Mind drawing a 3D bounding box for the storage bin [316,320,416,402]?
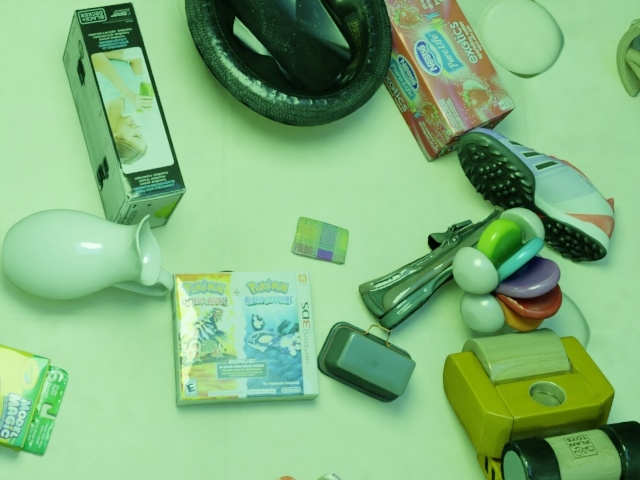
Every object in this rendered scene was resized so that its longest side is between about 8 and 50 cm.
[{"bbox_3d":[0.076,0.171,1.809,0.135,0.091,0.098,27,82,-8],"label":"storage bin"}]

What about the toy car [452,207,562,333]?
[{"bbox_3d":[0.287,0.055,1.822,0.159,0.136,0.182,-36,131,-27],"label":"toy car"}]

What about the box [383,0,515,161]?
[{"bbox_3d":[0.175,-0.272,1.955,0.122,0.128,0.257,-25,83,-21],"label":"box"}]

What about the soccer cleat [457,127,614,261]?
[{"bbox_3d":[0.336,-0.091,1.932,0.318,0.108,0.116,36,61,-24],"label":"soccer cleat"}]

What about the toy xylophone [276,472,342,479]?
[{"bbox_3d":[-0.023,0.486,1.705,0.236,0.081,0.323,34,69,-4],"label":"toy xylophone"}]

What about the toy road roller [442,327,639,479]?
[{"bbox_3d":[0.312,0.308,1.814,0.202,0.241,0.330,-6,39,-17],"label":"toy road roller"}]

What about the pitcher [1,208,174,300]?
[{"bbox_3d":[-0.316,0.032,1.732,0.207,0.178,0.126,-1,58,13],"label":"pitcher"}]

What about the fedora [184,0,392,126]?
[{"bbox_3d":[-0.059,-0.310,1.888,0.333,0.152,0.334,4,73,-14],"label":"fedora"}]

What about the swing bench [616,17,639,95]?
[{"bbox_3d":[0.650,-0.312,2.082,0.255,0.165,0.253,45,69,7],"label":"swing bench"}]

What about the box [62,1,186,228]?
[{"bbox_3d":[-0.282,-0.168,1.781,0.087,0.169,0.290,-12,76,-21],"label":"box"}]

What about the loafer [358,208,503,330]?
[{"bbox_3d":[0.174,0.025,1.889,0.267,0.096,0.084,-39,81,-20],"label":"loafer"}]

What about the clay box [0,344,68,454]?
[{"bbox_3d":[-0.460,0.199,1.685,0.222,0.053,0.128,17,71,-9],"label":"clay box"}]

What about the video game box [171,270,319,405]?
[{"bbox_3d":[-0.109,0.138,1.802,0.205,0.048,0.187,-1,72,-16],"label":"video game box"}]

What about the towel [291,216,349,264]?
[{"bbox_3d":[0.000,0.000,1.891,0.083,0.009,0.060,14,70,-12],"label":"towel"}]
